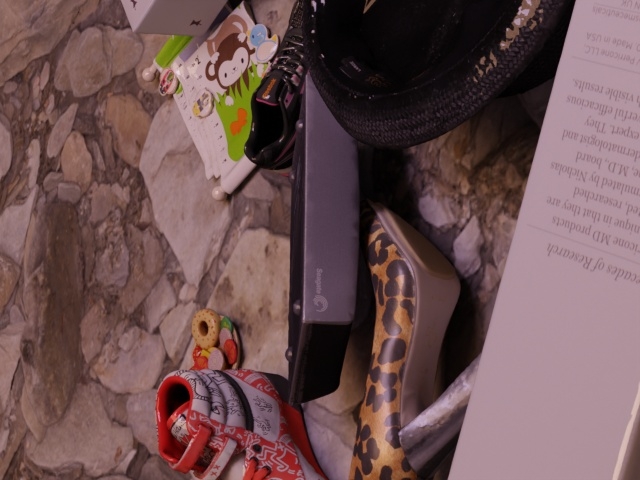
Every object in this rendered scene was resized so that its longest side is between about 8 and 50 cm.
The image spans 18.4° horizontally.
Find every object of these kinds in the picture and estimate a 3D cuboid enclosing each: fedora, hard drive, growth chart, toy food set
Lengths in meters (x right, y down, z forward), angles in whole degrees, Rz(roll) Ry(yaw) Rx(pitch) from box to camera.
[{"bbox_3d":[0.136,-0.219,1.617,0.334,0.152,0.334,-15,69,46],"label":"fedora"},{"bbox_3d":[0.000,0.000,1.748,0.172,0.054,0.254,100,172,-57],"label":"hard drive"},{"bbox_3d":[-0.099,-0.159,2.018,0.172,0.021,0.237,-55,45,28],"label":"growth chart"},{"bbox_3d":[-0.107,0.113,1.968,0.082,0.020,0.083,26,103,51],"label":"toy food set"}]

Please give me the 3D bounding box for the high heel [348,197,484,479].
[{"bbox_3d":[0.044,0.094,1.686,0.186,0.093,0.261,-47,47,16],"label":"high heel"}]

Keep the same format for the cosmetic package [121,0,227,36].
[{"bbox_3d":[-0.115,-0.428,1.951,0.377,0.097,0.284,-50,55,42],"label":"cosmetic package"}]

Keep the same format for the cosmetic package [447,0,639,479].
[{"bbox_3d":[0.257,0.035,1.347,0.161,0.230,0.453,23,102,51],"label":"cosmetic package"}]

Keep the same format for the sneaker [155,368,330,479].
[{"bbox_3d":[-0.060,0.223,1.782,0.090,0.145,0.270,-55,45,30],"label":"sneaker"}]

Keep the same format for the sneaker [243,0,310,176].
[{"bbox_3d":[-0.025,-0.146,1.861,0.072,0.077,0.178,15,99,32],"label":"sneaker"}]
